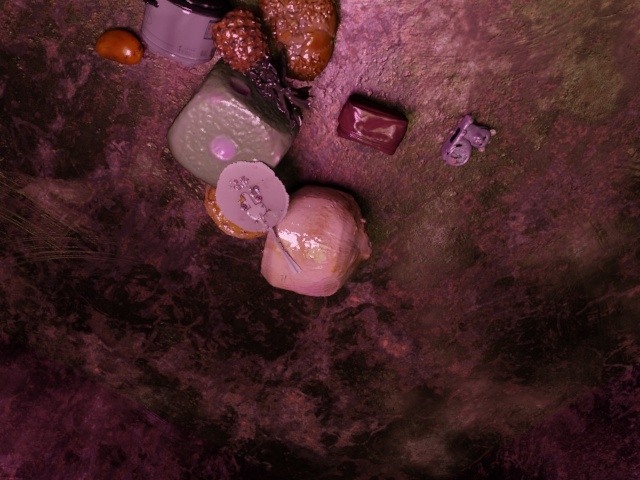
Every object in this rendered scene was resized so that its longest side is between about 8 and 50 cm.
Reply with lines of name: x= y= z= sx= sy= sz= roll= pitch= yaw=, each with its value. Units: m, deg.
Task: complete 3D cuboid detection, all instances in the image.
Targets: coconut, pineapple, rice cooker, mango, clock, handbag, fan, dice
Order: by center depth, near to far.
pineapple: x=-0.154 y=-0.488 z=1.527 sx=0.165 sy=0.165 sz=0.364 roll=-34 pitch=107 yaw=24
rice cooker: x=-0.396 y=-0.662 z=1.555 sx=0.280 sy=0.241 sz=0.227 roll=-11 pitch=143 yaw=-42
fan: x=-0.174 y=-0.061 z=1.654 sx=0.233 sy=0.012 sz=0.415 roll=-19 pitch=113 yaw=22
dice: x=-0.266 y=-0.368 z=1.680 sx=0.322 sy=0.330 sz=0.318 roll=38 pitch=124 yaw=-18
mango: x=-0.650 y=-0.621 z=1.699 sx=0.159 sy=0.084 sz=0.105 roll=8 pitch=118 yaw=1
handbag: x=0.168 y=-0.376 z=1.733 sx=0.225 sy=0.146 sz=0.135 roll=17 pitch=120 yaw=-7
clock: x=0.492 y=-0.318 z=1.774 sx=0.117 sy=0.080 sz=0.176 roll=27 pitch=120 yaw=-12
coconut: x=0.000 y=0.000 z=1.862 sx=0.404 sy=0.404 sz=0.404 roll=3 pitch=123 yaw=4

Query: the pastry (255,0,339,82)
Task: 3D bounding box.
pastry: x=-0.076 y=-0.627 z=1.588 sx=0.255 sy=0.162 sz=0.311 roll=7 pitch=125 yaw=-1

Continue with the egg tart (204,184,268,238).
egg tart: x=-0.287 y=-0.138 z=1.961 sx=0.291 sy=0.107 sz=0.291 roll=8 pitch=121 yaw=14
